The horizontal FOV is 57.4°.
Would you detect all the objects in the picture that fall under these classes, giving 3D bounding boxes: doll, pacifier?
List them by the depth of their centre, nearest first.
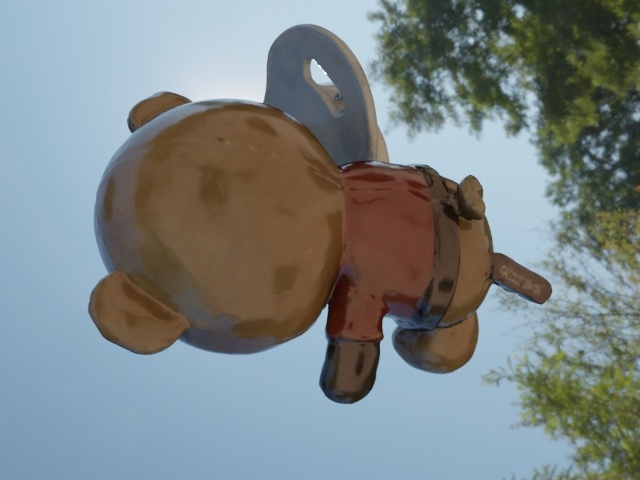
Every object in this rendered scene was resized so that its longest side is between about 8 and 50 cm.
[{"bbox_3d":[0.000,0.000,0.450,0.330,0.174,0.235,10,-125,-18],"label":"doll"},{"bbox_3d":[-0.048,-0.080,0.625,0.207,0.279,0.227,-15,-121,-32],"label":"pacifier"}]
